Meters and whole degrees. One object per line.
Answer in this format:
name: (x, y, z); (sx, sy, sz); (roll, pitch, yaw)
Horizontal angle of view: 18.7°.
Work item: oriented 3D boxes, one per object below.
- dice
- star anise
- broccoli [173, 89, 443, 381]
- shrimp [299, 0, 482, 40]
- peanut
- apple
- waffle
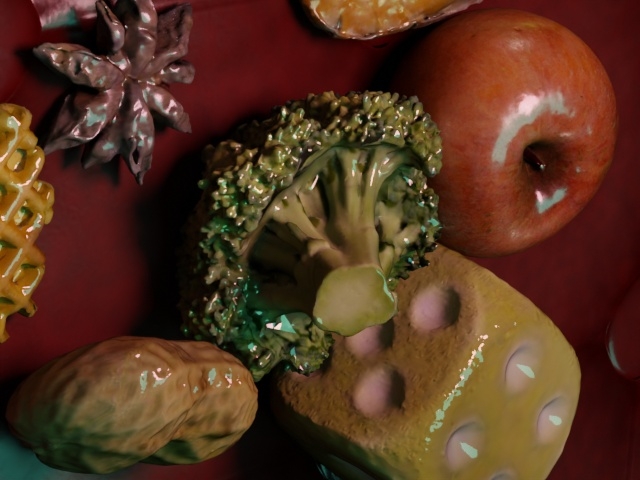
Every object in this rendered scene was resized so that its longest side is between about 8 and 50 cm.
dice: (0.108, 0.149, 1.973); (0.233, 0.227, 0.238); (-56, 140, -11)
star anise: (-0.171, -0.144, 1.707); (0.195, 0.065, 0.182); (13, 94, -44)
broccoli: (-0.015, -0.006, 1.813); (0.260, 0.235, 0.288); (-45, 146, -68)
shrimp: (0.105, -0.291, 1.922); (0.317, 0.062, 0.164); (-15, 121, -31)
peanut: (-0.161, 0.148, 1.750); (0.233, 0.197, 0.110); (2, 66, -51)
apple: (0.171, -0.112, 1.973); (0.253, 0.253, 0.253); (-19, 118, -41)
waffle: (-0.326, 0.000, 1.614); (0.254, 0.052, 0.245); (-16, 117, -42)
